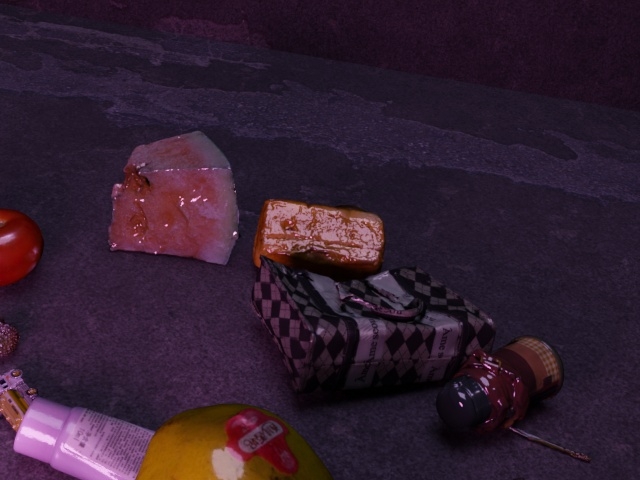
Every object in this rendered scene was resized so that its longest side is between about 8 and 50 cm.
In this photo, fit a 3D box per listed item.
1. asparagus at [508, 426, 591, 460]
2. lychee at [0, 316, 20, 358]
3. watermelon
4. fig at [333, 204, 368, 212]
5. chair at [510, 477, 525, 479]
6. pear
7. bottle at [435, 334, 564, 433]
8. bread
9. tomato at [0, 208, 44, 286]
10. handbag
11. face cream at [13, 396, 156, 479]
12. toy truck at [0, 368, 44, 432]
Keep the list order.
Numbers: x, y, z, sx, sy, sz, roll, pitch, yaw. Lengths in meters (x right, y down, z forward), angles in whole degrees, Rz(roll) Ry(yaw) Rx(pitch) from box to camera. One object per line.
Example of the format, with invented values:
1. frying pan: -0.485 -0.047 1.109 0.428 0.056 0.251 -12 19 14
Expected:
1. asparagus: 0.412 0.369 1.526 0.166 0.013 0.016 20 43 18
2. lychee: -0.581 0.177 1.516 0.067 0.068 0.083 10 55 -6
3. watermelon: -0.316 -0.100 1.869 0.301 0.264 0.151 6 30 0
4. fig: 0.083 -0.031 2.023 0.154 0.103 0.109 11 66 -18
5. chair: 0.309 0.540 1.073 0.203 0.417 0.240 -9 -9 -29
6. pear: -0.090 0.392 1.112 0.375 0.287 0.287 36 37 11
7. bottle: 0.326 0.264 1.534 0.271 0.156 0.143 -15 0 -40
8. bread: 0.000 0.000 1.879 0.294 0.132 0.167 8 55 -5
9. tomato: -0.664 0.016 1.695 0.195 0.136 0.195 9 31 -6
10. handbag: 0.093 0.151 1.657 0.415 0.180 0.317 1 27 -26
11. face cream: -0.336 0.333 1.321 0.273 0.096 0.154 21 28 -5
12. toy truck: -0.504 0.272 1.395 0.062 0.052 0.123 -26 46 -36
